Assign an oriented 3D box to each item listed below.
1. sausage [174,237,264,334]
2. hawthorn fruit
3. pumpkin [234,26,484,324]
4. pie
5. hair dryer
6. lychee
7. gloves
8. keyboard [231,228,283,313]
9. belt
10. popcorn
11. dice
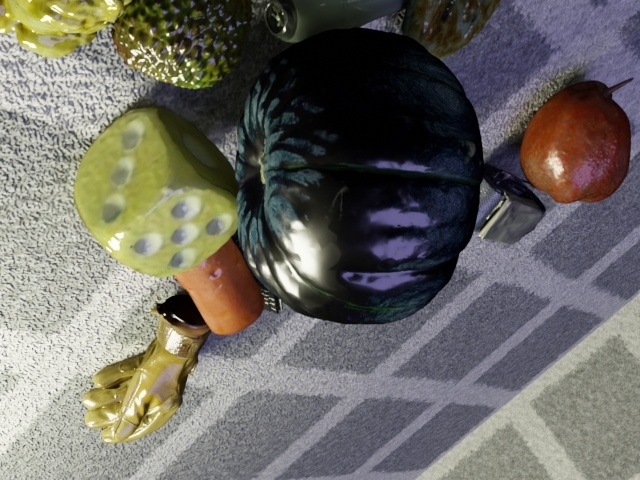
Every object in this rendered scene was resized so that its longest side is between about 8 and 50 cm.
[{"bbox_3d":[-0.181,0.046,1.316,0.113,0.113,0.259,-29,135,-6],"label":"sausage"},{"bbox_3d":[0.505,-0.204,1.538,0.210,0.210,0.262,-2,123,-40],"label":"hawthorn fruit"},{"bbox_3d":[0.036,-0.079,0.996,0.266,0.363,0.363,-1,137,-25],"label":"pumpkin"},{"bbox_3d":[0.205,-0.365,1.146,0.240,0.054,0.241,-37,152,-23],"label":"pie"},{"bbox_3d":[0.019,-0.282,1.131,0.229,0.092,0.267,-29,162,-19],"label":"hair dryer"},{"bbox_3d":[-0.150,-0.257,0.914,0.171,0.171,0.171,-23,147,-16],"label":"lychee"},{"bbox_3d":[-0.308,0.250,1.466,0.141,0.154,0.331,13,119,-47],"label":"gloves"},{"bbox_3d":[-0.125,0.025,1.376,0.317,0.106,0.027,85,28,-52],"label":"keyboard"},{"bbox_3d":[0.367,-0.080,1.626,0.230,0.140,0.126,13,127,-47],"label":"belt"},{"bbox_3d":[-0.267,-0.282,0.794,0.173,0.168,0.195,-16,-176,-44],"label":"popcorn"},{"bbox_3d":[-0.220,-0.065,1.099,0.169,0.166,0.169,-42,147,12],"label":"dice"}]
